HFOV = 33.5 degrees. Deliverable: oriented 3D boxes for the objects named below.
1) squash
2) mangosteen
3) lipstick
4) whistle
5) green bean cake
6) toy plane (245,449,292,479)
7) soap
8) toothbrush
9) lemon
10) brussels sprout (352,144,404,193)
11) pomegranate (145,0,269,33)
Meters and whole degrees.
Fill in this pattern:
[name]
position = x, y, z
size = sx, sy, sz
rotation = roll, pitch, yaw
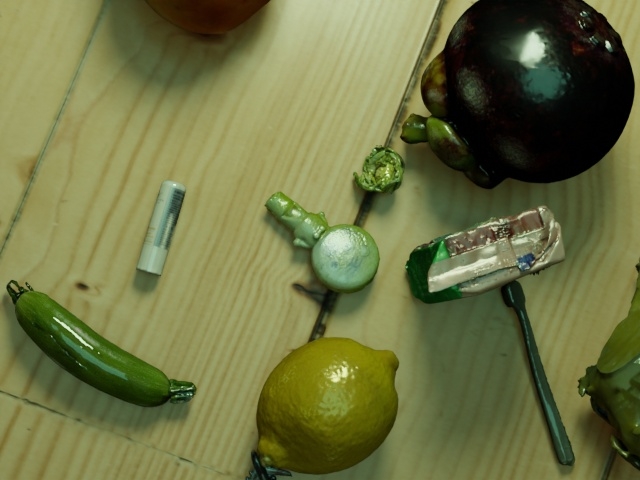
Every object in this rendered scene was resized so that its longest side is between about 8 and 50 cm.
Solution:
[squash]
position = -0.332, 0.164, 1.541
size = 0.318, 0.071, 0.080
rotation = 32, 82, -3
[mangosteen]
position = 0.300, -0.205, 1.543
size = 0.297, 0.297, 0.313
rotation = 18, 116, -4
[lipstick]
position = -0.236, -0.019, 1.582
size = 0.040, 0.040, 0.141
rotation = 17, 83, -4
[whistle]
position = 0.000, 0.000, 1.603
size = 0.198, 0.057, 0.104
rotation = 37, 72, 5
[green bean cake]
position = 0.511, 0.159, 1.557
size = 0.202, 0.285, 0.310
rotation = 33, 107, -26
[toy plane]
position = -0.085, 0.348, 1.573
size = 0.078, 0.031, 0.083
rotation = -23, 88, -7
[soap]
position = 0.222, 0.025, 1.509
size = 0.218, 0.273, 0.098
rotation = -16, 86, -7
[toothbrush]
position = 0.334, 0.204, 1.630
size = 0.030, 0.030, 0.297
rotation = -18, 89, -22
[lemon]
position = 0.009, 0.235, 1.517
size = 0.244, 0.187, 0.187
rotation = -40, 90, -3
[brussels sprout]
position = 0.095, -0.106, 1.617
size = 0.085, 0.058, 0.085
rotation = -9, 69, 23
[pomegranate]
position = -0.150, -0.425, 1.530
size = 0.229, 0.270, 0.252
rotation = 37, 116, 34
